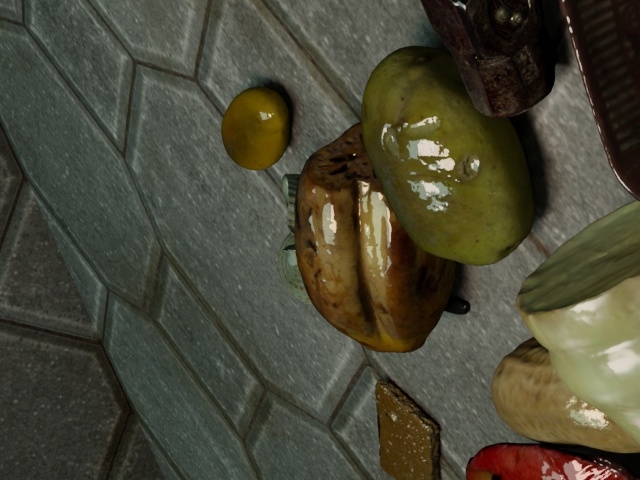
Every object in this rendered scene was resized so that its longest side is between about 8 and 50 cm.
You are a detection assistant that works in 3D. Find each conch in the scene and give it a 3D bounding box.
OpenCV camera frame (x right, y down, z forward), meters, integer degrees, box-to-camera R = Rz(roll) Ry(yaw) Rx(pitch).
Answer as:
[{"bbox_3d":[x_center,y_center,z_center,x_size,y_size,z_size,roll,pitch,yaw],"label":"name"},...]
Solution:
[{"bbox_3d":[0.011,0.001,1.889,0.200,0.131,0.172,141,132,-84],"label":"conch"}]

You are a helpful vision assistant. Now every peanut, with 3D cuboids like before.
[{"bbox_3d":[0.290,0.168,1.568,0.137,0.122,0.253,25,167,-24],"label":"peanut"}]

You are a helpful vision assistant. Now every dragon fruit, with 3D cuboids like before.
[{"bbox_3d":[0.296,0.326,1.619,0.343,0.100,0.282,23,150,25],"label":"dragon fruit"}]

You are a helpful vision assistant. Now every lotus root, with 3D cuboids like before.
[{"bbox_3d":[0.063,0.014,1.741,0.193,0.193,0.291,33,147,45],"label":"lotus root"}]

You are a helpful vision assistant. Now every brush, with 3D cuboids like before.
[{"bbox_3d":[0.136,0.077,1.888,0.193,0.016,0.063,13,132,60],"label":"brush"}]

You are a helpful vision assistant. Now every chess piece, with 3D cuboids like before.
[{"bbox_3d":[0.376,0.180,1.287,0.442,0.234,0.234,57,157,-7],"label":"chess piece"}]

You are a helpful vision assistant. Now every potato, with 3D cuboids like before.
[{"bbox_3d":[0.131,-0.087,1.529,0.197,0.148,0.228,54,165,49],"label":"potato"}]

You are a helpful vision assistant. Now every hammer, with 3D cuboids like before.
[{"bbox_3d":[0.076,-0.290,1.447,0.409,0.095,0.242,42,167,53],"label":"hammer"}]

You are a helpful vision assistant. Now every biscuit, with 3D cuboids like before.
[{"bbox_3d":[0.133,0.310,2.179,0.131,0.025,0.231,41,152,33],"label":"biscuit"}]

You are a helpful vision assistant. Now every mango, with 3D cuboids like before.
[{"bbox_3d":[-0.084,-0.156,1.962,0.103,0.076,0.161,59,154,8],"label":"mango"}]

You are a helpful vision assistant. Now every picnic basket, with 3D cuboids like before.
[{"bbox_3d":[0.304,-0.167,1.094,0.222,0.129,0.297,19,137,54],"label":"picnic basket"}]
